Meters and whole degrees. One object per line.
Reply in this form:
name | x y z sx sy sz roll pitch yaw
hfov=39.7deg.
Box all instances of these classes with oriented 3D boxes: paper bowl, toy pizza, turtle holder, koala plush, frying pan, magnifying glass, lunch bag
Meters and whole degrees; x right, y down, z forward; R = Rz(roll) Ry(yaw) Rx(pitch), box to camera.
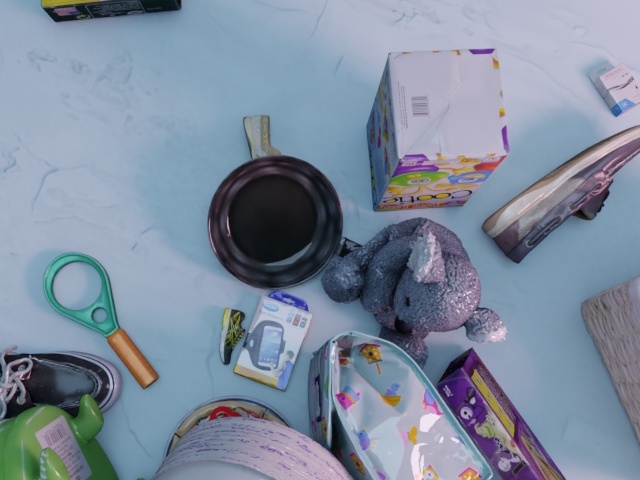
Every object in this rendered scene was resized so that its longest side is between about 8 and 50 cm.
paper bowl | -0.091 0.371 1.090 0.284 0.148 0.284 9 120 16
toy pizza | -0.122 0.318 1.239 0.201 0.032 0.201 1 76 -4
turtle holder | -0.350 0.377 1.133 0.227 0.243 0.320 -26 121 7
koala plush | 0.146 0.062 1.194 0.203 0.221 0.196 -41 101 -11
frying pan | -0.002 -0.029 1.292 0.326 0.053 0.197 -2 102 -11
magnifying glass | -0.313 0.115 1.278 0.092 0.026 0.231 -38 84 -9
lunch bag | 0.075 0.244 1.172 0.160 0.223 0.262 -36 81 -14

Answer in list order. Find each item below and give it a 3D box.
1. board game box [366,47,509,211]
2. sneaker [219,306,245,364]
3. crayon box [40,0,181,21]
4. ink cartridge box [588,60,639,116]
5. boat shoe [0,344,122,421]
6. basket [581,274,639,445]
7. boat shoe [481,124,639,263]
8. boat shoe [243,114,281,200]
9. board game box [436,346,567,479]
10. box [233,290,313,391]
board game box | 0.151 -0.142 1.223 0.142 0.275 0.144 -3 79 -4
sneaker | -0.127 0.138 1.279 0.035 0.031 0.083 5 79 -3
crayon box | -0.329 -0.505 1.346 0.202 0.081 0.319 -5 88 -2
ink cartridge box | 0.463 -0.242 1.384 0.048 0.028 0.083 -31 82 -8
boat shoe | -0.433 0.199 1.214 0.306 0.105 0.113 5 79 -2
basket | 0.578 0.162 1.193 0.331 0.266 0.329 -20 81 -7
boat shoe | 0.376 -0.069 1.315 0.285 0.103 0.092 -33 88 -5
boat shoe | -0.081 -0.126 1.323 0.045 0.050 0.135 -15 80 0
board game box | 0.281 0.308 1.179 0.056 0.208 0.347 -37 82 15
box | -0.066 0.142 1.284 0.081 0.028 0.136 20 81 1
